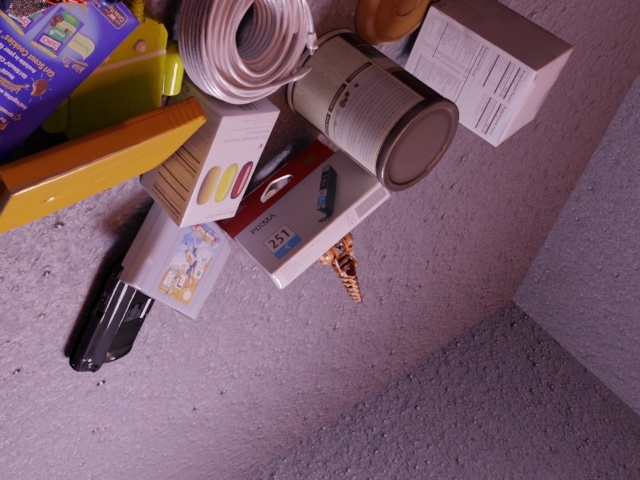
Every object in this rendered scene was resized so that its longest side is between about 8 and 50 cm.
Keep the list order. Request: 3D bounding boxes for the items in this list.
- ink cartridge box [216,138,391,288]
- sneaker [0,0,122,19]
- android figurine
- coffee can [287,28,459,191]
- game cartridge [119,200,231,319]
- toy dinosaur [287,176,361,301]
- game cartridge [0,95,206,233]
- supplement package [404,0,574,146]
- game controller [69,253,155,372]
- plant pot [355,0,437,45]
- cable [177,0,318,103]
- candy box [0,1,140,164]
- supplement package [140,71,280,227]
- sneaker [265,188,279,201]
[{"bbox_3d":[-0.050,-0.079,1.749,0.296,0.261,0.066,-41,141,-9],"label":"ink cartridge box"},{"bbox_3d":[-0.262,-0.293,0.944,0.221,0.087,0.083,-20,169,19],"label":"sneaker"},{"bbox_3d":[-0.317,-0.250,1.317,0.248,0.056,0.272,-25,150,-35],"label":"android figurine"},{"bbox_3d":[0.098,-0.253,1.655,0.202,0.275,0.201,-35,150,-24],"label":"coffee can"},{"bbox_3d":[-0.279,0.035,1.726,0.198,0.062,0.297,-60,157,-8],"label":"game cartridge"},{"bbox_3d":[0.000,0.000,1.952,0.164,0.218,0.321,-13,100,-24],"label":"toy dinosaur"},{"bbox_3d":[-0.353,-0.114,1.317,0.324,0.052,0.285,-29,-177,-30],"label":"game cartridge"},{"bbox_3d":[0.351,-0.376,1.839,0.199,0.263,0.198,-35,155,-44],"label":"supplement package"},{"bbox_3d":[-0.411,0.143,1.775,0.166,0.067,0.319,-31,155,-58],"label":"game controller"},{"bbox_3d":[0.168,-0.484,1.711,0.236,0.032,0.236,-34,153,-20],"label":"plant pot"},{"bbox_3d":[-0.116,-0.347,1.376,0.257,0.089,0.257,-38,141,-36],"label":"cable"},{"bbox_3d":[-0.427,-0.255,1.068,0.317,0.122,0.268,-46,156,-1],"label":"candy box"},{"bbox_3d":[-0.200,-0.163,1.525,0.139,0.134,0.244,-15,142,-46],"label":"supplement package"},{"bbox_3d":[-0.103,-0.089,1.909,0.037,0.032,0.083,-41,163,-41],"label":"sneaker"}]
